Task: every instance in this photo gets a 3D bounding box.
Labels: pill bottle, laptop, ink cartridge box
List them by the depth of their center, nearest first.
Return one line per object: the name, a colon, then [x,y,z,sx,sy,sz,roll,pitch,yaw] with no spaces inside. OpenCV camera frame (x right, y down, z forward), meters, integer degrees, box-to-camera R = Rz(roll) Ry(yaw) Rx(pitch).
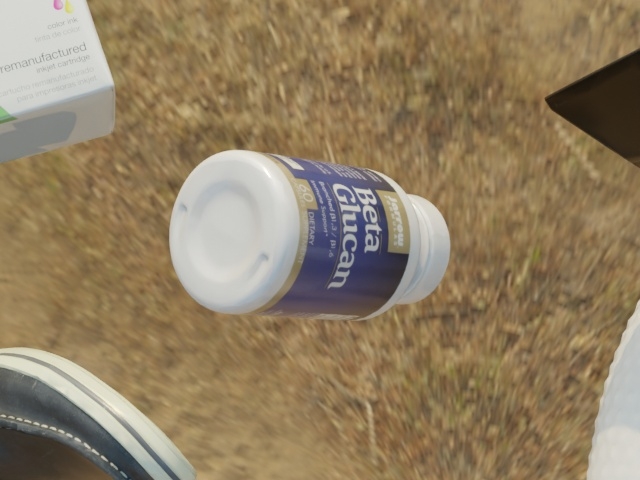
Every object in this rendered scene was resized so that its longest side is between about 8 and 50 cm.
pill bottle: [0.000,0.000,1.168,0.094,0.169,0.094,-4,84,40]
ink cartridge box: [-0.248,-0.166,1.390,0.154,0.093,0.212,-16,74,-11]
laptop: [0.377,-0.136,1.722,0.264,0.234,0.136,-24,90,-25]

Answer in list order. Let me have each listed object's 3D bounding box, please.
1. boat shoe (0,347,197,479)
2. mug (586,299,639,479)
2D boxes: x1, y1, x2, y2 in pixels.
boat shoe: [-0.317,0.190,1.834,0.500,0.187,0.156,9,57,39]
mug: [0.438,0.195,1.887,0.374,0.276,0.328,12,81,-27]
